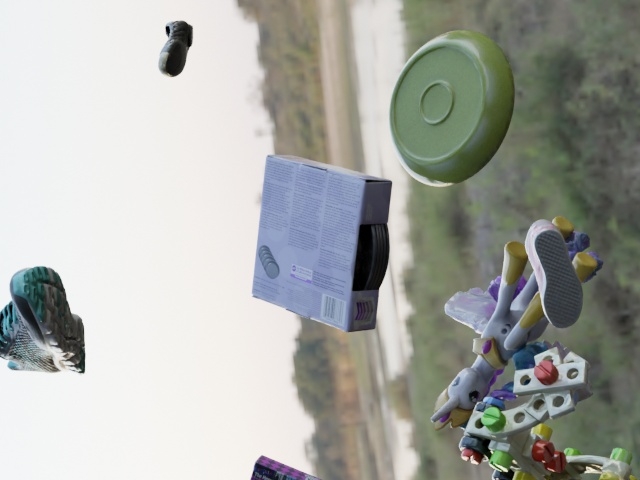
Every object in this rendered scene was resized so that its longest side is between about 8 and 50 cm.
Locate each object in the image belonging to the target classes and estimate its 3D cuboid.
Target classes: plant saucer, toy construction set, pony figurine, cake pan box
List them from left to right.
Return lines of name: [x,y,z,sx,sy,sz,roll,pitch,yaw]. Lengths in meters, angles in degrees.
cake pan box: [0.000,0.000,2.164,0.267,0.070,0.246,16,106,48]
plant saucer: [0.183,-0.202,2.014,0.241,0.037,0.241,-11,74,44]
pony figurine: [0.335,0.143,2.284,0.351,0.303,0.363,-24,-35,-54]
toy construction set: [0.324,0.292,1.853,0.151,0.215,0.328,-52,-51,-31]

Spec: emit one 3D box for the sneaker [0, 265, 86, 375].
sneaker: [-0.239,0.073,1.095,0.166,0.076,0.065,88,176,-63]

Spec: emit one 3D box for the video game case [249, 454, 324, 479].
video game case: [-0.030,0.501,2.285,0.042,0.232,0.210,-37,-34,-69]

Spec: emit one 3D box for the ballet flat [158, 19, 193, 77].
ballet flat: [-0.239,-0.304,2.158,0.173,0.049,0.057,-80,-9,-60]

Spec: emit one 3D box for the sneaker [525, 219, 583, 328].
sneaker: [0.284,0.036,1.643,0.070,0.051,0.134,-96,-10,-70]
